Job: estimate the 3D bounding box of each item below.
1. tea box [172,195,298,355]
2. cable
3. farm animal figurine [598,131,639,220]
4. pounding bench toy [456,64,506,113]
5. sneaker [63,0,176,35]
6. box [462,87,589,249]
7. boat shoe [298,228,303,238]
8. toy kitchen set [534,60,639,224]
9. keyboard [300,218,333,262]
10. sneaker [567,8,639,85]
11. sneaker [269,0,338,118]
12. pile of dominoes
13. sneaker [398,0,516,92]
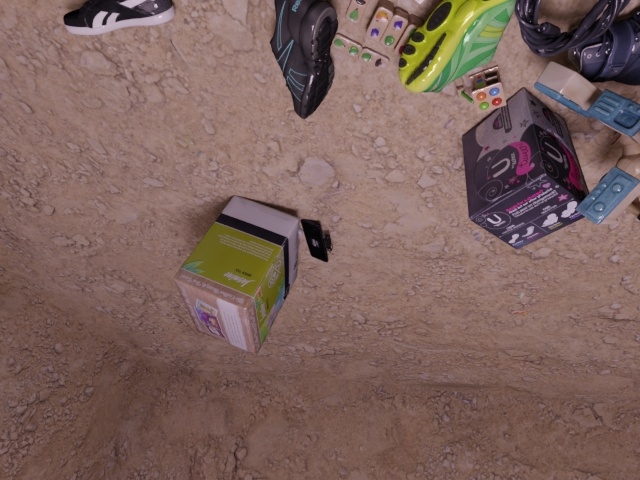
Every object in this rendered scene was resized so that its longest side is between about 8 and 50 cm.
[{"bbox_3d":[-0.225,0.109,1.197,0.220,0.323,0.329,21,146,11],"label":"tea box"},{"bbox_3d":[0.356,-0.342,0.573,0.184,0.047,0.150,-21,142,-4],"label":"cable"},{"bbox_3d":[0.615,-0.207,0.656,0.330,0.172,0.326,-38,146,21],"label":"farm animal figurine"},{"bbox_3d":[0.303,-0.279,0.767,0.083,0.065,0.052,-12,138,30],"label":"pounding bench toy"},{"bbox_3d":[-0.383,-0.452,0.723,0.216,0.079,0.121,-4,139,8],"label":"sneaker"},{"bbox_3d":[0.386,-0.140,0.778,0.142,0.247,0.163,26,142,-20],"label":"box"},{"bbox_3d":[-0.090,-0.004,1.277,0.035,0.035,0.100,31,140,-25],"label":"boat shoe"},{"bbox_3d":[0.415,-0.152,0.639,0.122,0.207,0.166,7,126,-35],"label":"toy kitchen set"},{"bbox_3d":[0.000,0.000,1.273,0.100,0.038,0.192,23,151,25],"label":"keyboard"},{"bbox_3d":[0.490,-0.340,0.615,0.163,0.086,0.226,5,145,4],"label":"sneaker"},{"bbox_3d":[-0.033,-0.343,0.758,0.106,0.101,0.267,35,158,10],"label":"sneaker"},{"bbox_3d":[0.059,-0.405,0.687,0.251,0.040,0.196,20,144,-12],"label":"pile of dominoes"},{"bbox_3d":[0.255,-0.364,0.655,0.123,0.109,0.295,-6,153,-48],"label":"sneaker"}]
